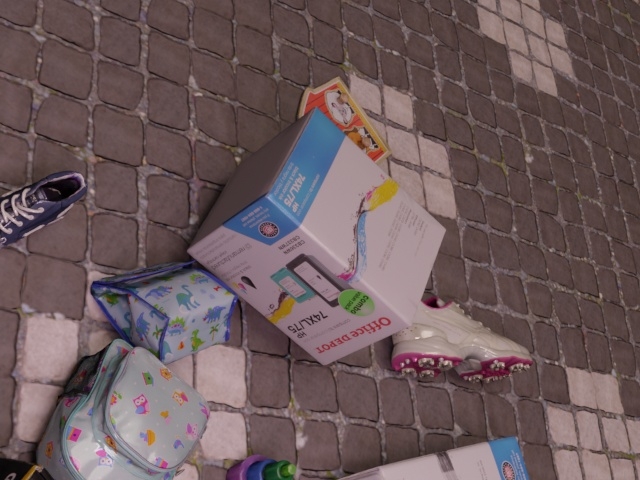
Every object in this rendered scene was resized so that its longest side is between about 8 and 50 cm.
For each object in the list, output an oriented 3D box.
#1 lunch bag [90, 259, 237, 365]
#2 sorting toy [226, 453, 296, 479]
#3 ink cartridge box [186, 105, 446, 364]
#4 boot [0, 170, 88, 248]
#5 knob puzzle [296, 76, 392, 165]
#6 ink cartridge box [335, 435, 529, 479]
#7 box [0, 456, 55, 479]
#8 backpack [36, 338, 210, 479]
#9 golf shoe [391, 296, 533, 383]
[{"bbox_3d":[-0.205,0.080,1.230,0.151,0.096,0.128,30,29,33],"label":"lunch bag"},{"bbox_3d":[-0.003,0.443,1.210,0.127,0.126,0.366,-16,80,-45],"label":"sorting toy"},{"bbox_3d":[0.000,0.000,1.328,0.270,0.198,0.197,41,46,-17],"label":"ink cartridge box"},{"bbox_3d":[-0.378,-0.036,1.154,0.190,0.086,0.069,-35,93,-46],"label":"boot"},{"bbox_3d":[0.034,-0.188,1.641,0.213,0.030,0.213,20,57,-33],"label":"knob puzzle"},{"bbox_3d":[0.181,0.427,1.377,0.307,0.129,0.223,0,69,-42],"label":"ink cartridge box"},{"bbox_3d":[-0.310,0.401,0.850,0.322,0.079,0.257,-53,128,-39],"label":"box"},{"bbox_3d":[-0.233,0.229,1.108,0.166,0.144,0.188,45,49,-22],"label":"backpack"},{"bbox_3d":[0.242,0.162,1.587,0.306,0.115,0.140,13,57,-38],"label":"golf shoe"}]
